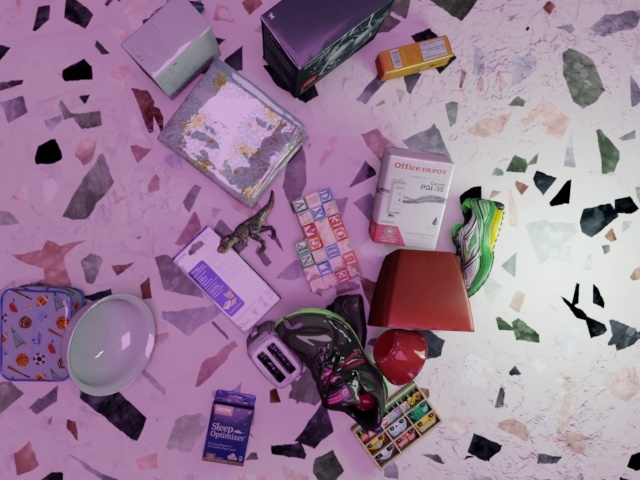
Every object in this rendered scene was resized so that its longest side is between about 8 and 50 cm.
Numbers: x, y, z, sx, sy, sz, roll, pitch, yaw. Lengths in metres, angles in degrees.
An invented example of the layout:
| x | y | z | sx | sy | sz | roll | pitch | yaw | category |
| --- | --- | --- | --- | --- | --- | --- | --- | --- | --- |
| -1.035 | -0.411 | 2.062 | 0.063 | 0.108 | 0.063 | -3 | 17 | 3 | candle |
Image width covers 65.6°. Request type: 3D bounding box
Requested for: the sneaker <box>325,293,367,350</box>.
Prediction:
| x | y | z | sx | sy | sz | roll | pitch | yaw | category |
| --- | --- | --- | --- | --- | --- | --- | --- | --- | --- |
| 0.080 | 0.278 | 1.604 | 0.130 | 0.087 | 0.228 | -1 | 112 | 21 | sneaker |

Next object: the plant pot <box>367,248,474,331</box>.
| x | y | z | sx | sy | sz | roll | pitch | yaw | category |
| --- | --- | --- | --- | --- | --- | --- | --- | --- | --- |
| 0.301 | 0.155 | 1.537 | 0.266 | 0.267 | 0.236 | 4 | 82 | -5 | plant pot |

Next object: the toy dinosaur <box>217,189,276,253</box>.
| x | y | z | sx | sy | sz | roll | pitch | yaw | category |
| --- | --- | --- | --- | --- | --- | --- | --- | --- | --- |
| -0.199 | -0.033 | 1.560 | 0.118 | 0.064 | 0.268 | 49 | 65 | -14 | toy dinosaur |

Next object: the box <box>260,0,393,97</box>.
| x | y | z | sx | sy | sz | roll | pitch | yaw | category |
| --- | --- | --- | --- | --- | --- | --- | --- | --- | --- |
| 0.010 | -0.623 | 1.462 | 0.343 | 0.312 | 0.179 | -38 | 94 | -2 | box |

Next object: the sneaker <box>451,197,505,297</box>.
| x | y | z | sx | sy | sz | roll | pitch | yaw | category |
| --- | --- | --- | --- | --- | --- | --- | --- | --- | --- |
| 0.482 | 0.027 | 1.616 | 0.146 | 0.134 | 0.344 | 15 | 81 | 2 | sneaker |

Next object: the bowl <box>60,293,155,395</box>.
| x | y | z | sx | sy | sz | roll | pitch | yaw | category |
| --- | --- | --- | --- | --- | --- | --- | --- | --- | --- |
| -0.652 | 0.296 | 1.479 | 0.133 | 0.297 | 0.298 | 6 | 91 | 30 | bowl |

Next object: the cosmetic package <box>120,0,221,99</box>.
| x | y | z | sx | sy | sz | roll | pitch | yaw | category |
| --- | --- | --- | --- | --- | --- | --- | --- | --- | --- |
| -0.430 | -0.565 | 1.473 | 0.224 | 0.224 | 0.138 | -45 | 93 | -2 | cosmetic package |

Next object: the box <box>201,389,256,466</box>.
| x | y | z | sx | sy | sz | roll | pitch | yaw | category |
| --- | --- | --- | --- | --- | --- | --- | --- | --- | --- |
| -0.294 | 0.604 | 1.601 | 0.136 | 0.036 | 0.226 | 11 | 89 | -5 | box |

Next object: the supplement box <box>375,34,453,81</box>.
| x | y | z | sx | sy | sz | roll | pitch | yaw | category |
| --- | --- | --- | --- | --- | --- | --- | --- | --- | --- |
| 0.300 | -0.587 | 1.603 | 0.233 | 0.078 | 0.080 | -14 | 89 | -5 | supplement box |

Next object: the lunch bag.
| x | y | z | sx | sy | sz | roll | pitch | yaw | category |
| --- | --- | --- | --- | --- | --- | --- | --- | --- | --- |
| -0.853 | 0.274 | 1.515 | 0.242 | 0.115 | 0.304 | 3 | 92 | -2 | lunch bag |

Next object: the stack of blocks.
| x | y | z | sx | sy | sz | roll | pitch | yaw | category |
| --- | --- | --- | --- | --- | --- | --- | --- | --- | --- |
| 0.000 | 0.000 | 1.585 | 0.171 | 0.087 | 0.298 | -21 | 93 | -3 | stack of blocks |

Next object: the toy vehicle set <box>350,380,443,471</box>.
| x | y | z | sx | sy | sz | roll | pitch | yaw | category |
| --- | --- | --- | --- | --- | --- | --- | --- | --- | --- |
| 0.252 | 0.609 | 1.642 | 0.266 | 0.035 | 0.166 | -37 | 93 | -3 | toy vehicle set |

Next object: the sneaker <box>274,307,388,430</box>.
| x | y | z | sx | sy | sz | roll | pitch | yaw | category |
| --- | --- | --- | --- | --- | --- | --- | --- | --- | --- |
| 0.054 | 0.384 | 1.478 | 0.185 | 0.202 | 0.483 | -36 | 111 | 20 | sneaker |

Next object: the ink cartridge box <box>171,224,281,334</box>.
| x | y | z | sx | sy | sz | roll | pitch | yaw | category |
| --- | --- | --- | --- | --- | --- | --- | --- | --- | --- |
| -0.296 | 0.122 | 1.577 | 0.165 | 0.065 | 0.333 | -43 | 95 | -3 | ink cartridge box |

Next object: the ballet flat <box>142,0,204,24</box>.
| x | y | z | sx | sy | sz | roll | pitch | yaw | category |
| --- | --- | --- | --- | --- | --- | --- | --- | --- | --- |
| -0.465 | -0.707 | 1.547 | 0.203 | 0.074 | 0.074 | -30 | 93 | -1 | ballet flat |

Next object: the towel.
| x | y | z | sx | sy | sz | roll | pitch | yaw | category |
| --- | --- | --- | --- | --- | --- | --- | --- | --- | --- |
| -0.269 | -0.330 | 1.559 | 0.374 | 0.090 | 0.321 | 38 | 87 | -4 | towel |

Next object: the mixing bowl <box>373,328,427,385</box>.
| x | y | z | sx | sy | sz | roll | pitch | yaw | category |
| --- | --- | --- | --- | --- | --- | --- | --- | --- | --- |
| 0.228 | 0.341 | 1.526 | 0.098 | 0.181 | 0.182 | 34 | 88 | -26 | mixing bowl |

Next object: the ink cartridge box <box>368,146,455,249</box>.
| x | y | z | sx | sy | sz | roll | pitch | yaw | category |
| --- | --- | --- | --- | --- | --- | --- | --- | --- | --- |
| 0.277 | -0.131 | 1.548 | 0.207 | 0.117 | 0.283 | 7 | 111 | -4 | ink cartridge box |

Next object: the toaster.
| x | y | z | sx | sy | sz | roll | pitch | yaw | category |
| --- | --- | --- | --- | --- | --- | --- | --- | --- | --- |
| -0.137 | 0.365 | 1.552 | 0.129 | 0.146 | 0.227 | -39 | 94 | -2 | toaster |
